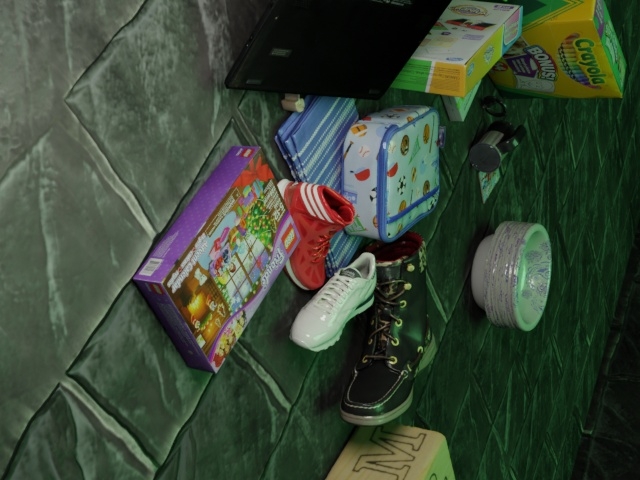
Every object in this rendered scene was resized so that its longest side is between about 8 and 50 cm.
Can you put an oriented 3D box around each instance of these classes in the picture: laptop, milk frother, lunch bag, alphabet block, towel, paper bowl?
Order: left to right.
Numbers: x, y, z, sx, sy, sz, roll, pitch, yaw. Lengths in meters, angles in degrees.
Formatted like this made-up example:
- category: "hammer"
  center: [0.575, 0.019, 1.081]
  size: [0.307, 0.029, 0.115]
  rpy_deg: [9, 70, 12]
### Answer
- category: "towel"
  center: [0.024, -0.127, 1.639]
  size: [0.243, 0.040, 0.336]
  rpy_deg: [-59, 143, -39]
- category: "laptop"
  center: [0.025, -0.453, 1.381]
  size: [0.382, 0.236, 0.408]
  rpy_deg: [-6, 140, -49]
- category: "alphabet block"
  center: [0.142, 0.499, 1.783]
  size: [0.197, 0.194, 0.192]
  rpy_deg: [-52, 139, -42]
- category: "lunch bag"
  center: [0.145, -0.128, 1.713]
  size: [0.303, 0.115, 0.243]
  rpy_deg: [-30, 123, -56]
- category: "milk frother"
  center: [0.427, -0.269, 2.236]
  size: [0.143, 0.129, 0.135]
  rpy_deg: [43, 45, -1]
- category: "paper bowl"
  center: [0.494, 0.090, 2.339]
  size: [0.284, 0.148, 0.284]
  rpy_deg: [-18, 111, -57]

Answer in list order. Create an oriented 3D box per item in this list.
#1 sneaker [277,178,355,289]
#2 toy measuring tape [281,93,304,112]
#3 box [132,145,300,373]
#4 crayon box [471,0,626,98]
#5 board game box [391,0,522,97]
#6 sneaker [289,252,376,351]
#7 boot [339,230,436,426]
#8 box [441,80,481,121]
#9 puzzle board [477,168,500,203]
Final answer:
- category: "sneaker"
  center: [0.000, 0.000, 1.520]
  size: [0.087, 0.128, 0.221]
  rpy_deg: [-54, 138, -40]
- category: "toy measuring tape"
  center: [0.017, -0.372, 1.512]
  size: [0.121, 0.121, 0.330]
  rpy_deg: [5, 99, -59]
- category: "box"
  center: [-0.144, 0.024, 1.353]
  size: [0.293, 0.057, 0.201]
  rpy_deg: [-59, 142, -35]
- category: "crayon box"
  center: [0.551, -0.471, 2.175]
  size: [0.363, 0.313, 0.106]
  rpy_deg: [36, 65, -55]
- category: "board game box"
  center: [0.223, -0.381, 1.712]
  size: [0.316, 0.242, 0.064]
  rpy_deg: [-47, 141, -45]
- category: "sneaker"
  center: [0.024, 0.106, 1.585]
  size: [0.235, 0.090, 0.094]
  rpy_deg: [-44, 156, -46]
- category: "boot"
  center: [0.131, 0.165, 1.757]
  size: [0.377, 0.138, 0.284]
  rpy_deg: [-38, 128, -55]
- category: "box"
  center: [0.314, -0.391, 2.064]
  size: [0.145, 0.038, 0.186]
  rpy_deg: [-63, 144, -30]
- category: "puzzle board"
  center: [0.446, -0.172, 2.348]
  size: [0.128, 0.011, 0.096]
  rpy_deg: [-52, 136, -41]
